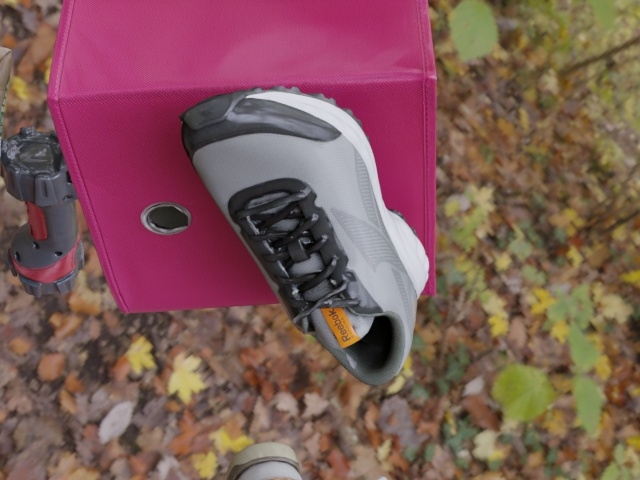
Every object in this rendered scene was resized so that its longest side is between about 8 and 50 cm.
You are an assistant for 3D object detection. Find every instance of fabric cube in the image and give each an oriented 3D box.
[{"bbox_3d":[-0.045,-0.115,0.910,0.258,0.254,0.259,-3,51,2],"label":"fabric cube"}]

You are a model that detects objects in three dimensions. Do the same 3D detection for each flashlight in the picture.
[{"bbox_3d":[-0.356,-0.034,1.456,0.103,0.304,0.103,-31,70,-21],"label":"flashlight"}]

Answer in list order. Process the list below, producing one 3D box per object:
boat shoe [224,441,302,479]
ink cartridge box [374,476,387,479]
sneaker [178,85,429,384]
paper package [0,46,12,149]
[{"bbox_3d":[-0.073,0.366,1.298,0.113,0.302,0.103,-5,40,-13],"label":"boat shoe"},{"bbox_3d":[0.026,0.312,1.017,0.179,0.045,0.145,-27,55,-21],"label":"ink cartridge box"},{"bbox_3d":[0.001,0.000,0.753,0.271,0.100,0.108,50,33,-45],"label":"sneaker"},{"bbox_3d":[-0.522,-0.149,1.245,0.309,0.325,0.168,2,97,-30],"label":"paper package"}]
